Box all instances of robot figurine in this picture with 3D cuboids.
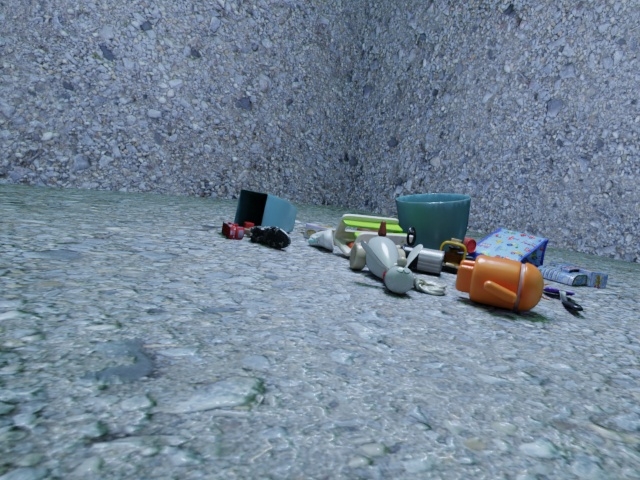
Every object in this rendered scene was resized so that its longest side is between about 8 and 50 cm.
[{"bbox_3d":[0.461,0.109,1.150,0.220,0.128,0.158,10,-19,22],"label":"robot figurine"}]

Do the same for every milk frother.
[{"bbox_3d":[0.347,0.033,1.518,0.135,0.143,0.129,10,4,15],"label":"milk frother"}]

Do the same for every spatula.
[{"bbox_3d":[0.702,0.168,1.298,0.084,0.030,0.296,12,9,15],"label":"spatula"}]

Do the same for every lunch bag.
[{"bbox_3d":[0.791,0.052,1.934,0.293,0.138,0.221,-12,22,-41],"label":"lunch bag"}]

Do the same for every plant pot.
[{"bbox_3d":[-0.220,-0.113,1.956,0.166,0.165,0.234,14,4,37],"label":"plant pot"},{"bbox_3d":[0.456,-0.058,1.834,0.293,0.234,0.293,-4,12,1],"label":"plant pot"}]

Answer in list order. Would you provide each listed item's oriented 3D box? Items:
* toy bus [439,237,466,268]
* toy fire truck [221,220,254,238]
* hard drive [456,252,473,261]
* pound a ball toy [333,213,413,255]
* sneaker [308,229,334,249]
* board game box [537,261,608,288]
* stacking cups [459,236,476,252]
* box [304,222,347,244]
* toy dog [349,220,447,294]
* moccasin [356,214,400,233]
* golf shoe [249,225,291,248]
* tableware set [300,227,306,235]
[{"bbox_3d":[0.475,0.046,1.625,0.191,0.104,0.202,9,7,-30],"label":"toy bus"},{"bbox_3d":[-0.307,-0.040,1.738,0.135,0.047,0.192,5,9,-25],"label":"toy fire truck"},{"bbox_3d":[0.561,0.065,1.918,0.135,0.022,0.094,6,8,-8],"label":"hard drive"},{"bbox_3d":[0.191,0.022,1.605,0.320,0.135,0.208,2,35,-35],"label":"pound a ball toy"},{"bbox_3d":[0.000,0.000,1.715,0.094,0.080,0.212,-5,2,-4],"label":"sneaker"},{"bbox_3d":[0.955,0.130,1.708,0.194,0.060,0.194,2,9,-35],"label":"board game box"},{"bbox_3d":[0.550,0.005,2.020,0.096,0.095,0.316,4,6,-25],"label":"stacking cups"},{"bbox_3d":[0.076,-0.014,1.860,0.324,0.067,0.063,15,11,36],"label":"box"},{"bbox_3d":[0.198,0.035,1.285,0.220,0.160,0.334,3,9,-28],"label":"toy dog"},{"bbox_3d":[0.311,-0.043,1.988,0.380,0.146,0.139,2,10,-34],"label":"moccasin"},{"bbox_3d":[-0.162,-0.018,1.622,0.198,0.077,0.094,16,11,41],"label":"golf shoe"},{"bbox_3d":[-0.012,-0.030,2.055,0.169,0.020,0.141,8,10,-3],"label":"tableware set"}]
